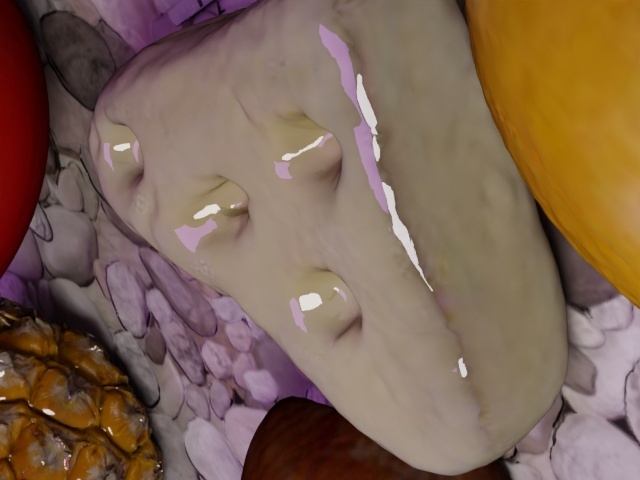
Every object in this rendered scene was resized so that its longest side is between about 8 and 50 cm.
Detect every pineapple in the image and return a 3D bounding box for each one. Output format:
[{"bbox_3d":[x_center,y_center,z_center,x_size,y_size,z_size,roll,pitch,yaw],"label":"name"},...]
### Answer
[{"bbox_3d":[-0.321,0.225,1.281,0.352,0.300,0.352,21,133,24],"label":"pineapple"}]

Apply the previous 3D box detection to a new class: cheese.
[{"bbox_3d":[0.000,0.000,0.929,0.351,0.130,0.328,-13,104,53],"label":"cheese"}]

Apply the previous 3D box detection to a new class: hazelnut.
[{"bbox_3d":[0.040,0.197,1.007,0.202,0.160,0.170,16,149,-3],"label":"hazelnut"}]

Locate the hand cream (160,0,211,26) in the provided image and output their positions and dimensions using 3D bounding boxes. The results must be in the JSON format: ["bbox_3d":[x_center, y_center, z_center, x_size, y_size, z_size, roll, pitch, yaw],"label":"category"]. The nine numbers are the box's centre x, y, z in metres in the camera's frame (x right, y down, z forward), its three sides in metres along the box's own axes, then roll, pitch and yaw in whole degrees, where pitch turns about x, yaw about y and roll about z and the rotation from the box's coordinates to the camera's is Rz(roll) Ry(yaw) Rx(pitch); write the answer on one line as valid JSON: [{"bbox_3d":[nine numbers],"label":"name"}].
[{"bbox_3d":[-0.143,-0.265,0.999,0.080,0.050,0.234,-24,98,52],"label":"hand cream"}]

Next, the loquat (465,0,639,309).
[{"bbox_3d":[0.209,-0.096,0.478,0.328,0.328,0.328,27,131,36],"label":"loquat"}]

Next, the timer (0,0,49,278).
[{"bbox_3d":[-0.392,-0.083,1.156,0.378,0.279,0.377,-9,76,43],"label":"timer"}]
